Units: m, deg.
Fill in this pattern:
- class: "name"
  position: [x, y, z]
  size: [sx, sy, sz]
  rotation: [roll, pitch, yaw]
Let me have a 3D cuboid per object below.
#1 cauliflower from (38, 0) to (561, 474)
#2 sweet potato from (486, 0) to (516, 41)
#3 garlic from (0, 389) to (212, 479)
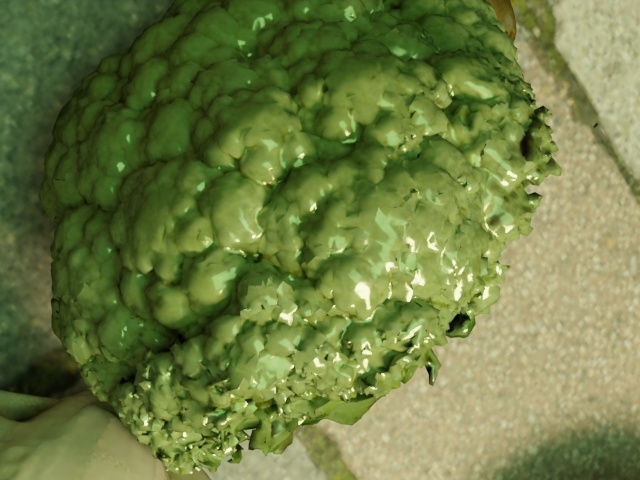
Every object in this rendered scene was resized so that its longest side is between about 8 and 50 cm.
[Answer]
- class: "cauliflower"
  position: [0.000, 0.000, 0.743]
  size: [0.275, 0.272, 0.250]
  rotation: [-25, 134, -5]
- class: "sweet potato"
  position: [0.054, -0.203, 0.821]
  size: [0.081, 0.062, 0.233]
  rotation: [-25, 109, -20]
- class: "garlic"
  position: [-0.122, 0.172, 0.732]
  size: [0.281, 0.185, 0.203]
  rotation: [33, 68, -23]
